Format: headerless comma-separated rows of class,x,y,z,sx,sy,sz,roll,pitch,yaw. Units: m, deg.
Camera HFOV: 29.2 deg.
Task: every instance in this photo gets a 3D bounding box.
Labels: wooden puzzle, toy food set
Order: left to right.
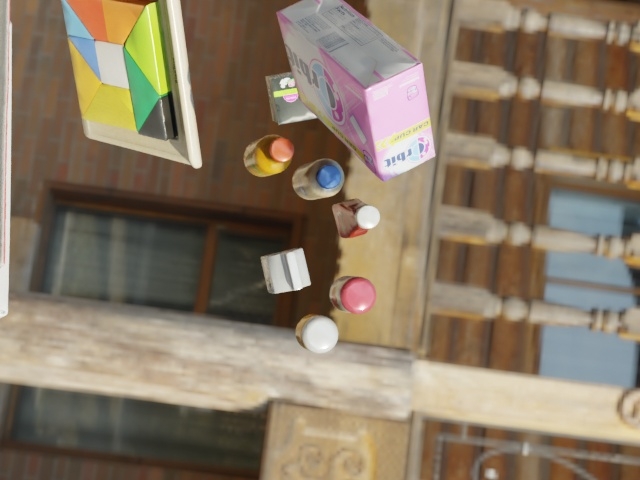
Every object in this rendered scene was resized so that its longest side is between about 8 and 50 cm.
wooden puzzle,-0.228,-0.203,1.405,0.239,0.044,0.221,20,-55,43
toy food set,0.000,0.000,1.260,0.104,0.111,0.232,177,-99,-76

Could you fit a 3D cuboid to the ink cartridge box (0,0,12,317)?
ink cartridge box,-0.288,-0.069,1.033,0.239,0.060,0.275,-25,-118,47

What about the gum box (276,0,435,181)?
gum box,0.030,-0.154,1.180,0.188,0.062,0.107,49,-21,45

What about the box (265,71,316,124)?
box,-0.023,-0.188,1.582,0.052,0.083,0.062,-138,-143,-74
